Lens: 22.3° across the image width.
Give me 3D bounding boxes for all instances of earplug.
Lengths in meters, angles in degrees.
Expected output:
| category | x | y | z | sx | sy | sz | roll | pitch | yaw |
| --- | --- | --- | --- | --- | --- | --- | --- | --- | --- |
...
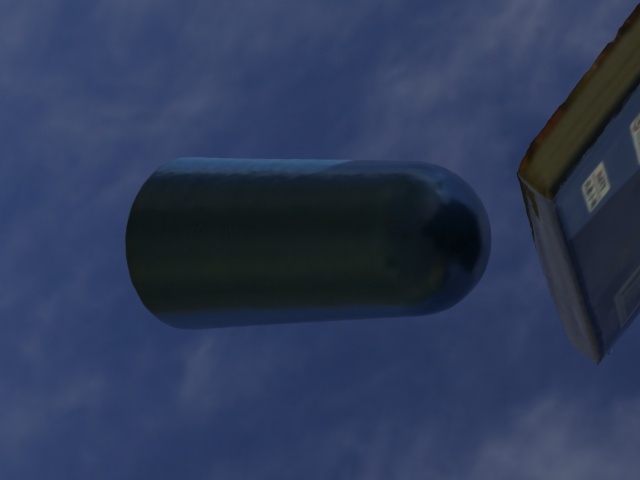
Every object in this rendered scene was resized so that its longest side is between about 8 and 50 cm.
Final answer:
| category | x | y | z | sx | sy | sz | roll | pitch | yaw |
| --- | --- | --- | --- | --- | --- | --- | --- | --- | --- |
| earplug | 0.000 | 0.000 | 1.154 | 0.273 | 0.132 | 0.132 | -1 | -103 | 42 |

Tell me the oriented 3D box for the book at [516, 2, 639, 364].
| category | x | y | z | sx | sy | sz | roll | pitch | yaw |
| --- | --- | --- | --- | --- | --- | --- | --- | --- | --- |
| book | 0.276 | -0.138 | 1.006 | 0.039 | 0.300 | 0.428 | 35 | -100 | 25 |
